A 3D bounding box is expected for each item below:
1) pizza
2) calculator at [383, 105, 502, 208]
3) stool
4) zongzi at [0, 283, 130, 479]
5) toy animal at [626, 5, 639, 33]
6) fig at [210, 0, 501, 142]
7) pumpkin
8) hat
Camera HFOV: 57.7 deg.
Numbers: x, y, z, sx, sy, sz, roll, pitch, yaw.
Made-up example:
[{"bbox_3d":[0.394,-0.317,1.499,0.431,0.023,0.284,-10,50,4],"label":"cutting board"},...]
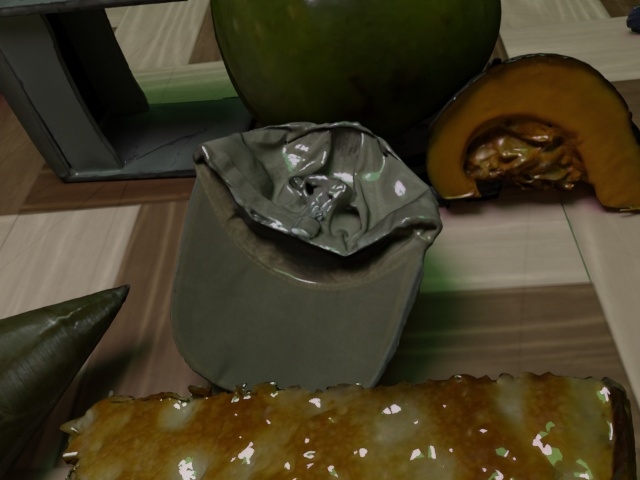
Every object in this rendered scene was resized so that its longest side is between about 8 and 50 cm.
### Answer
[{"bbox_3d":[-0.038,0.209,0.393,0.406,0.130,0.440,21,52,44],"label":"pizza"},{"bbox_3d":[0.115,-0.132,0.738,0.161,0.021,0.261,-11,47,1],"label":"calculator"},{"bbox_3d":[-0.236,-0.221,0.730,0.270,0.243,0.170,-1,48,9],"label":"stool"},{"bbox_3d":[-0.379,0.130,0.488,0.323,0.160,0.360,17,53,23],"label":"zongzi"},{"bbox_3d":[0.528,-0.361,0.790,0.197,0.272,0.160,-41,18,-19],"label":"toy animal"},{"bbox_3d":[0.017,-0.254,0.626,0.316,0.316,0.316,-5,47,6],"label":"fig"},{"bbox_3d":[0.249,-0.129,0.599,0.279,0.163,0.111,5,43,3],"label":"pumpkin"},{"bbox_3d":[-0.016,0.015,0.529,0.214,0.244,0.149,21,21,9],"label":"hat"}]
